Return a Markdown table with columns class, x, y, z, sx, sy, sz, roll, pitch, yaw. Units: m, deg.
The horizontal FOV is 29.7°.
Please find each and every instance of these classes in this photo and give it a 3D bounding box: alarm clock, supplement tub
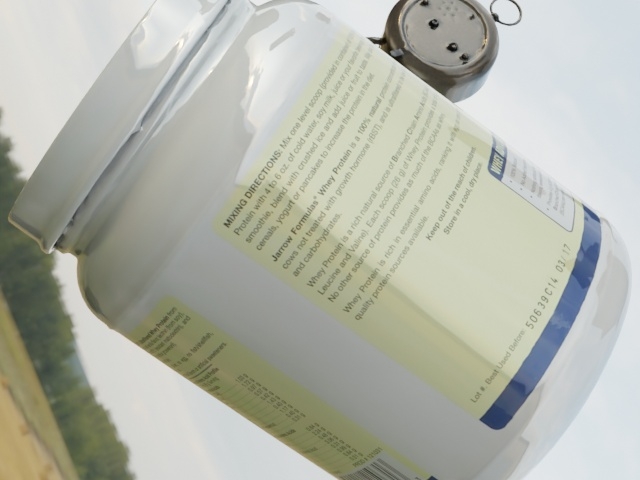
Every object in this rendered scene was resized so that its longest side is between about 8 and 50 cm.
| class | x | y | z | sx | sy | sz | roll | pitch | yaw |
| --- | --- | --- | --- | --- | --- | --- | --- | --- | --- |
| alarm clock | 0.149 | -0.229 | 1.350 | 0.129 | 0.192 | 0.064 | 55 | -23 | 16 |
| supplement tub | 0.000 | 0.000 | 0.750 | 0.325 | 0.235 | 0.235 | 36 | -11 | -9 |
